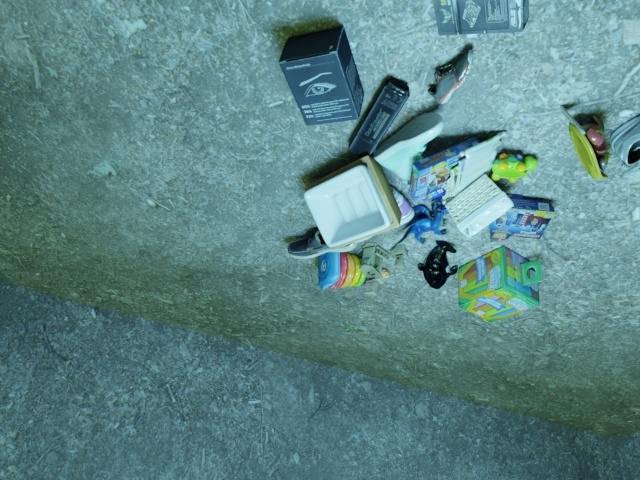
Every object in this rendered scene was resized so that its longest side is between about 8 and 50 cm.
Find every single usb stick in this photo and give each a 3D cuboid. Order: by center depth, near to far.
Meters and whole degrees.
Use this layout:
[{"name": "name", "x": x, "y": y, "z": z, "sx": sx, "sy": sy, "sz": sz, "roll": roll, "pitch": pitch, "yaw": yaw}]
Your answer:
[{"name": "usb stick", "x": 0.157, "y": -0.330, "z": 1.357, "sx": 0.077, "sy": 0.045, "sz": 0.278, "roll": 25, "pitch": 145, "yaw": -6}]

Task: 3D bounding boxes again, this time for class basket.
[{"name": "basket", "x": 0.472, "y": -0.104, "z": 1.464, "sx": 0.167, "sy": 0.103, "sz": 0.113, "roll": -40, "pitch": 151, "yaw": 18}]

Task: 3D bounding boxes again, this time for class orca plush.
[{"name": "orca plush", "x": 0.460, "y": 0.123, "z": 1.873, "sx": 0.151, "sy": 0.102, "sz": 0.287, "roll": 14, "pitch": 146, "yaw": -2}]

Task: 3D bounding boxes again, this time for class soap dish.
[{"name": "soap dish", "x": 0.103, "y": -0.117, "z": 1.538, "sx": 0.290, "sy": 0.118, "sz": 0.229, "roll": -20, "pitch": 97, "yaw": 44}]

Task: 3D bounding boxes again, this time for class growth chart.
[{"name": "growth chart", "x": 0.432, "y": -0.199, "z": 1.403, "sx": 0.172, "sy": 0.021, "sz": 0.237, "roll": -22, "pitch": 149, "yaw": -13}]

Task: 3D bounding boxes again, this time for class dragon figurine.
[{"name": "dragon figurine", "x": 0.336, "y": -0.063, "z": 1.652, "sx": 0.289, "sy": 0.085, "sz": 0.144, "roll": -21, "pitch": 132, "yaw": 33}]

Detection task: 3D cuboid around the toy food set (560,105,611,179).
[{"name": "toy food set", "x": 0.697, "y": -0.251, "z": 1.241, "sx": 0.071, "sy": 0.128, "sz": 0.218, "roll": -29, "pitch": 127, "yaw": 18}]

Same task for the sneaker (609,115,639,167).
[{"name": "sneaker", "x": 0.828, "y": -0.275, "z": 1.155, "sx": 0.105, "sy": 0.115, "sz": 0.281, "roll": 18, "pitch": 146, "yaw": -9}]

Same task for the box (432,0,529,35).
[{"name": "box", "x": 0.311, "y": -0.525, "z": 0.968, "sx": 0.183, "sy": 0.056, "sz": 0.231, "roll": 12, "pitch": 150, "yaw": 32}]

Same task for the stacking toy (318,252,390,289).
[{"name": "stacking toy", "x": 0.147, "y": 0.126, "z": 1.967, "sx": 0.301, "sy": 0.166, "sz": 0.175, "roll": 10, "pitch": 156, "yaw": -23}]

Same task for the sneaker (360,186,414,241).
[{"name": "sneaker", "x": 0.159, "y": -0.100, "z": 1.660, "sx": 0.282, "sy": 0.102, "sz": 0.161, "roll": -25, "pitch": 126, "yaw": 31}]

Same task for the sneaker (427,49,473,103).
[{"name": "sneaker", "x": 0.312, "y": -0.401, "z": 1.191, "sx": 0.064, "sy": 0.061, "sz": 0.158, "roll": 24, "pitch": 145, "yaw": -6}]

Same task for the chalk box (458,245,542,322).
[{"name": "chalk box", "x": 0.670, "y": 0.153, "z": 1.784, "sx": 0.179, "sy": 0.180, "sz": 0.289, "roll": 26, "pitch": 143, "yaw": -20}]

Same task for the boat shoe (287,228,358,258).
[{"name": "boat shoe", "x": 0.000, "y": 0.000, "z": 1.850, "sx": 0.285, "sy": 0.103, "sz": 0.092, "roll": -7, "pitch": 137, "yaw": 21}]

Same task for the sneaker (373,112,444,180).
[{"name": "sneaker", "x": 0.285, "y": -0.256, "z": 1.377, "sx": 0.151, "sy": 0.094, "sz": 0.256, "roll": 34, "pitch": 151, "yaw": -20}]

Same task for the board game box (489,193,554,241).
[{"name": "board game box", "x": 0.624, "y": -0.065, "z": 1.583, "sx": 0.194, "sy": 0.060, "sz": 0.194, "roll": 7, "pitch": 147, "yaw": 8}]

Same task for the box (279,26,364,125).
[{"name": "box", "x": 0.009, "y": -0.408, "z": 1.232, "sx": 0.153, "sy": 0.108, "sz": 0.207, "roll": -1, "pitch": 144, "yaw": 20}]

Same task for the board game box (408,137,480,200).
[{"name": "board game box", "x": 0.351, "y": -0.201, "z": 1.388, "sx": 0.201, "sy": 0.035, "sz": 0.136, "roll": -23, "pitch": 150, "yaw": -11}]

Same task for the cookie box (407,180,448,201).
[{"name": "cookie box", "x": 0.341, "y": -0.174, "z": 1.530, "sx": 0.107, "sy": 0.040, "sz": 0.092, "roll": -16, "pitch": 137, "yaw": 34}]

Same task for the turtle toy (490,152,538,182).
[{"name": "turtle toy", "x": 0.549, "y": -0.211, "z": 1.384, "sx": 0.130, "sy": 0.066, "sz": 0.095, "roll": 6, "pitch": 164, "yaw": 5}]

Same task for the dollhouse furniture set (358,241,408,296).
[{"name": "dollhouse furniture set", "x": 0.234, "y": 0.099, "z": 1.838, "sx": 0.160, "sy": 0.182, "sz": 0.101, "roll": -13, "pitch": 139, "yaw": 33}]
